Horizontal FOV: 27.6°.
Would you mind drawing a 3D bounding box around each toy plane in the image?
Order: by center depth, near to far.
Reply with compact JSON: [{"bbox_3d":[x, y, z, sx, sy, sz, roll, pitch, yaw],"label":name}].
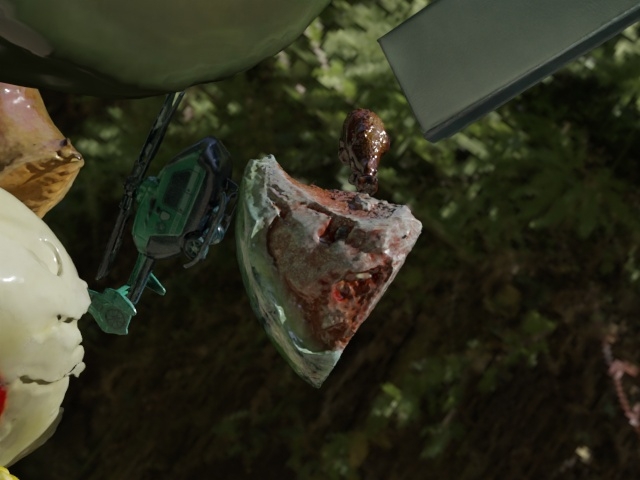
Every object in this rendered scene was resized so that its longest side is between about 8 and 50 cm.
[{"bbox_3d":[-0.133,-0.010,1.088,0.096,0.235,0.060,29,25,3],"label":"toy plane"}]

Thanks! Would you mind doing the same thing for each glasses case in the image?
[{"bbox_3d":[0.181,-0.188,1.068,0.056,0.266,0.105,-7,70,-58],"label":"glasses case"}]

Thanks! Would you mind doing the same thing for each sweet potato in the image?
[{"bbox_3d":[-0.342,-0.166,1.169,0.336,0.131,0.131,55,-10,7],"label":"sweet potato"}]

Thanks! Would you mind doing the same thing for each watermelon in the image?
[{"bbox_3d":[0.000,0.000,0.911,0.071,0.139,0.187,47,22,-63],"label":"watermelon"}]

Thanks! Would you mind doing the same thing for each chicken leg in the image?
[{"bbox_3d":[0.048,-0.099,1.420,0.048,0.089,0.219,-2,8,-4],"label":"chicken leg"}]

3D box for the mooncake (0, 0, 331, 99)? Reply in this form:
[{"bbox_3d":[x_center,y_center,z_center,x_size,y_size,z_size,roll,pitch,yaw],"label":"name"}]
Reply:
[{"bbox_3d":[-0.107,-0.237,0.513,0.194,0.356,0.356,18,-20,35],"label":"mooncake"}]

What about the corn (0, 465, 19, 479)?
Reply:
[{"bbox_3d":[-0.270,0.165,0.720,0.244,0.093,0.093,-5,-29,20],"label":"corn"}]

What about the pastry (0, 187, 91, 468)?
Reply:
[{"bbox_3d":[-0.280,0.071,0.848,0.133,0.265,0.265,55,2,39],"label":"pastry"}]
